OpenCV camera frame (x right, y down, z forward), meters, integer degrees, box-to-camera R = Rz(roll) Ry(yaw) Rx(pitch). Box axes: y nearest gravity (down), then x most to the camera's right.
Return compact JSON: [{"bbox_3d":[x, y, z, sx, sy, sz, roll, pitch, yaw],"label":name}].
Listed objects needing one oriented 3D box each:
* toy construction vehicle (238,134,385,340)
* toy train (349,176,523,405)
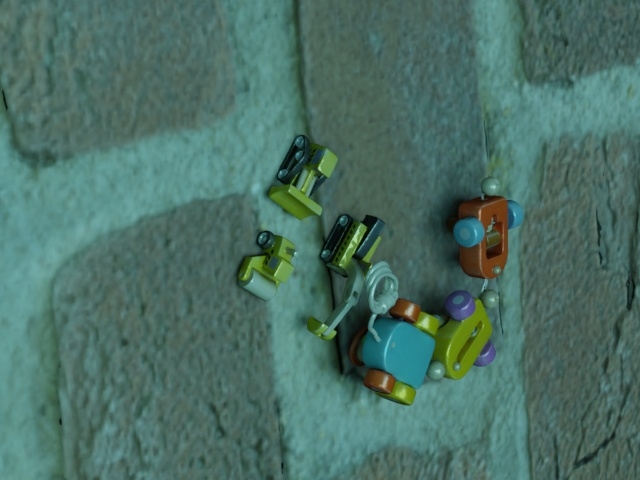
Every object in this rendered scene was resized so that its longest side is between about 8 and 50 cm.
[{"bbox_3d":[0.000,0.000,0.910,0.086,0.035,0.098,39,73,-39],"label":"toy construction vehicle"},{"bbox_3d":[0.067,0.032,0.966,0.166,0.046,0.125,-26,118,-45],"label":"toy train"}]
